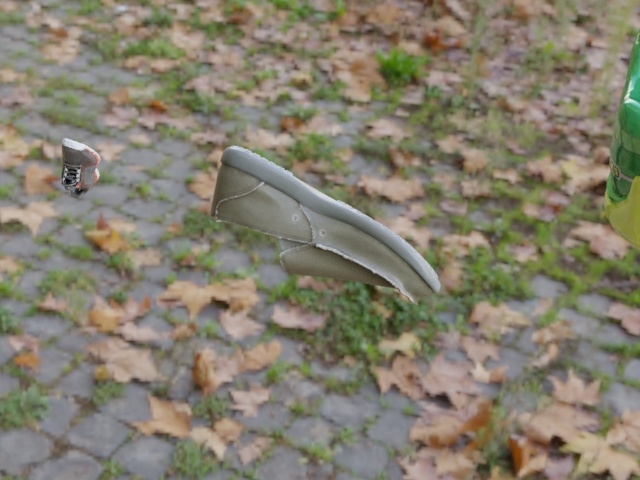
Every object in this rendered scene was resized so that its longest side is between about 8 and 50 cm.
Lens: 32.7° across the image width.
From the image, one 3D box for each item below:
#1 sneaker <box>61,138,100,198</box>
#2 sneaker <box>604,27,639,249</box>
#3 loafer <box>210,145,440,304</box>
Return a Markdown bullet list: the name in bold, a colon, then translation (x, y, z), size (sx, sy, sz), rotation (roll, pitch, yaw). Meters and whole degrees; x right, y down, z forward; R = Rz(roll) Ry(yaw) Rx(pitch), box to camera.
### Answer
- **sneaker**: translation (-0.407, -0.115, 1.829), size (0.061, 0.158, 0.065), rotation (19, 69, 7)
- **sneaker**: translation (0.234, -0.125, 0.536), size (0.109, 0.123, 0.296), rotation (21, 67, 30)
- **loafer**: translation (0.000, 0.000, 1.072), size (0.251, 0.087, 0.094), rotation (30, 2, 7)
